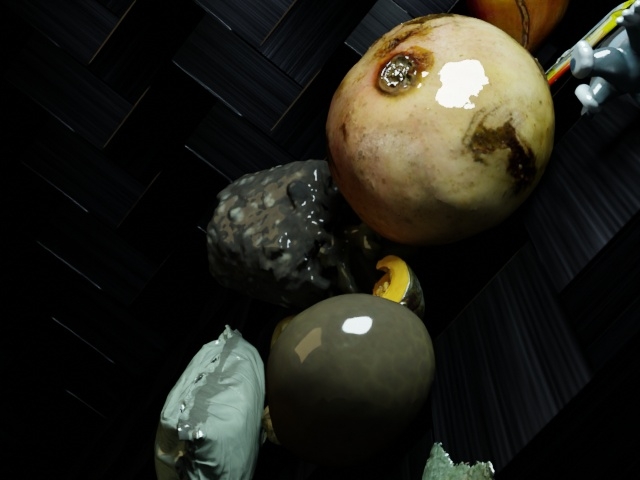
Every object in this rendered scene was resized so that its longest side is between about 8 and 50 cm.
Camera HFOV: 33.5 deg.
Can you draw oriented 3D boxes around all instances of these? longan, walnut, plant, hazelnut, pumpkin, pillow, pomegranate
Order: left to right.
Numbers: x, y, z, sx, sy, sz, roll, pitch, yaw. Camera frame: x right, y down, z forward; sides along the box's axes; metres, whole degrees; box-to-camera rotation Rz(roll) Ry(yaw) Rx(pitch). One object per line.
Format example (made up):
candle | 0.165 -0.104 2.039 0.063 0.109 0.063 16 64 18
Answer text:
pillow | -0.162 0.308 1.569 0.310 0.138 0.283 -74 -11 -64
walnut | -0.043 0.256 1.553 0.096 0.082 0.079 -46 42 35
plant | 0.000 0.000 1.599 0.312 0.213 0.215 7 70 42
longan | 0.030 0.158 1.230 0.212 0.198 0.198 -51 9 14
pumpkin | 0.072 0.114 1.427 0.183 0.108 0.119 -38 30 17
pomegranate | 0.162 -0.147 1.432 0.322 0.322 0.322 -50 9 11
hazelnut | 0.361 -0.425 1.944 0.208 0.208 0.208 -50 9 11

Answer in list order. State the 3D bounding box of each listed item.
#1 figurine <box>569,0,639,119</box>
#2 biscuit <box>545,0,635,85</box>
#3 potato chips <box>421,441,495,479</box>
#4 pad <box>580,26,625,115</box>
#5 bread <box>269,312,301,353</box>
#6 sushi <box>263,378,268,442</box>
figurine | 0.377 -0.224 1.166 0.193 0.140 0.265 -25 -30 -54
biscuit | 0.386 -0.281 1.673 0.292 0.026 0.048 -44 8 37
potato chips | 0.096 0.259 0.915 0.167 0.059 0.228 -44 7 -12
pad | 0.428 -0.269 1.489 0.143 0.003 0.211 -44 12 41
bread | -0.019 0.172 1.579 0.088 0.128 0.232 -24 0 -17
sushi | -0.099 0.271 1.847 0.290 0.050 0.264 -50 9 12
